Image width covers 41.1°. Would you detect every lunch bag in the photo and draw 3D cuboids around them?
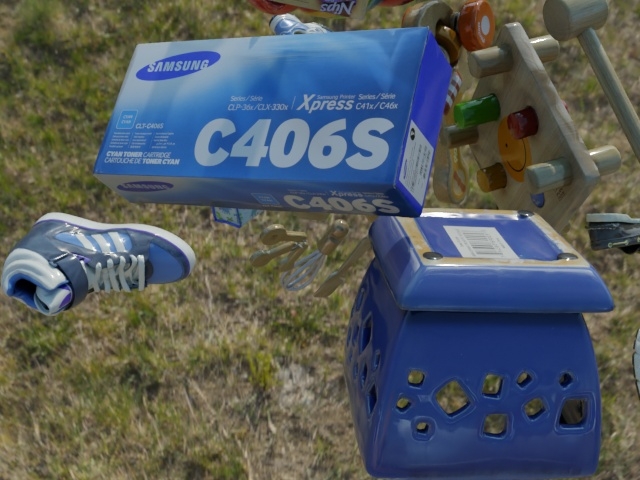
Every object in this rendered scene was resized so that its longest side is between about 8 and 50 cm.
[{"bbox_3d":[-0.163,-0.122,1.781,0.096,0.151,0.129,14,36,35],"label":"lunch bag"}]

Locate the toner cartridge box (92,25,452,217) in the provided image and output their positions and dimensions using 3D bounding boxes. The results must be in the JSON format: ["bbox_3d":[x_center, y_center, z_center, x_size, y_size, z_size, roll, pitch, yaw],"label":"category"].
[{"bbox_3d":[-0.055,-0.118,0.861,0.347,0.075,0.165,3,68,28],"label":"toner cartridge box"}]

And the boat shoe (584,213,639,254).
[{"bbox_3d":[0.564,-0.008,1.567,0.227,0.081,0.069,5,86,-38],"label":"boat shoe"}]

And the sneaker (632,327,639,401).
[{"bbox_3d":[0.611,0.263,1.405,0.147,0.129,0.330,-14,77,34],"label":"sneaker"}]

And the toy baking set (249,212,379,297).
[{"bbox_3d":[0.005,-0.004,1.203,0.196,0.256,0.030,-32,58,8],"label":"toy baking set"}]

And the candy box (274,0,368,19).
[{"bbox_3d":[0.007,-0.329,0.947,0.109,0.053,0.187,10,48,-5],"label":"candy box"}]

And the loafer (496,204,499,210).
[{"bbox_3d":[0.377,-0.067,1.633,0.078,0.080,0.220,16,46,25],"label":"loafer"}]

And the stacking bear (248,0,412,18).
[{"bbox_3d":[0.007,-0.399,1.239,0.289,0.164,0.175,-24,80,-40],"label":"stacking bear"}]

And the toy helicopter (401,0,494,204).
[{"bbox_3d":[0.197,-0.219,1.432,0.140,0.355,0.235,5,30,34],"label":"toy helicopter"}]

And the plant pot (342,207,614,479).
[{"bbox_3d":[0.154,0.091,0.876,0.235,0.212,0.236,2,21,-6],"label":"plant pot"}]

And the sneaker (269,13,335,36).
[{"bbox_3d":[-0.031,-0.492,2.104,0.211,0.080,0.081,6,46,-38],"label":"sneaker"}]

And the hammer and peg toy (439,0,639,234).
[{"bbox_3d":[0.284,-0.145,1.134,0.127,0.361,0.266,-15,68,-12],"label":"hammer and peg toy"}]

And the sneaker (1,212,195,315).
[{"bbox_3d":[-0.409,0.072,1.548,0.322,0.130,0.236,13,37,-1],"label":"sneaker"}]
